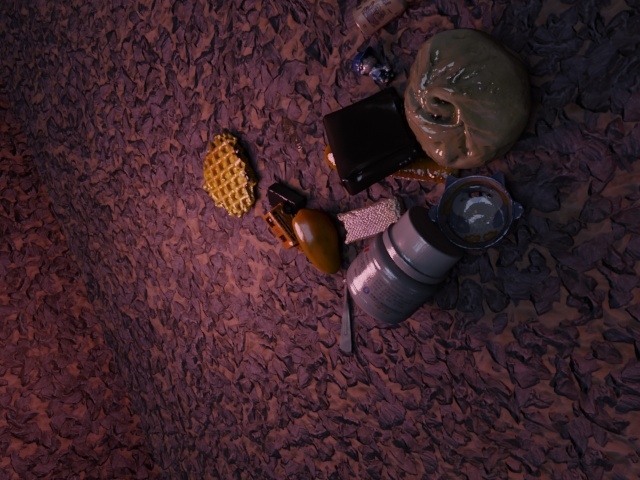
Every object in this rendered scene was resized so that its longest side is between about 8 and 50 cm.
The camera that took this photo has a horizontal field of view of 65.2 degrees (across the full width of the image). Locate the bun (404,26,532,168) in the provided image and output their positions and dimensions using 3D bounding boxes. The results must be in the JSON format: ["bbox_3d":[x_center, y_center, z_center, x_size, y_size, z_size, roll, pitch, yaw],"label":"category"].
[{"bbox_3d":[0.366,-0.348,1.285,0.326,0.234,0.362,15,126,28],"label":"bun"}]

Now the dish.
[{"bbox_3d":[0.440,-0.086,1.390,0.236,0.086,0.228,25,99,28],"label":"dish"}]

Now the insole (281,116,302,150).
[{"bbox_3d":[-0.102,-0.381,1.781,0.045,0.002,0.135,-34,81,38],"label":"insole"}]

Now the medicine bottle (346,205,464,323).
[{"bbox_3d":[0.248,0.072,1.479,0.245,0.245,0.306,49,124,17],"label":"medicine bottle"}]

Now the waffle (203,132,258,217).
[{"bbox_3d":[-0.358,-0.252,1.970,0.312,0.060,0.307,39,124,23],"label":"waffle"}]

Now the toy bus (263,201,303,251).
[{"bbox_3d":[-0.114,-0.035,1.791,0.194,0.088,0.083,52,146,-5],"label":"toy bus"}]

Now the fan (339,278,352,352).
[{"bbox_3d":[0.089,0.268,1.789,0.057,0.023,0.282,11,108,44],"label":"fan"}]

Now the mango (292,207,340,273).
[{"bbox_3d":[0.000,0.000,1.725,0.253,0.138,0.113,62,169,-7],"label":"mango"}]

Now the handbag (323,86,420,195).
[{"bbox_3d":[0.151,-0.301,1.496,0.257,0.113,0.285,-24,59,20],"label":"handbag"}]

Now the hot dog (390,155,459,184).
[{"bbox_3d":[0.274,-0.219,1.502,0.289,0.068,0.083,14,103,35],"label":"hot dog"}]

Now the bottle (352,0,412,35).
[{"bbox_3d":[0.192,-0.688,1.420,0.209,0.097,0.110,-25,124,38],"label":"bottle"}]

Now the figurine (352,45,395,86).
[{"bbox_3d":[0.161,-0.520,1.519,0.136,0.077,0.079,44,160,2],"label":"figurine"}]

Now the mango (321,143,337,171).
[{"bbox_3d":[0.084,-0.266,1.637,0.187,0.066,0.101,31,119,18],"label":"mango"}]

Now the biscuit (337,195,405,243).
[{"bbox_3d":[0.168,-0.066,1.623,0.239,0.062,0.108,-16,90,37],"label":"biscuit"}]

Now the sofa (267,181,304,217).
[{"bbox_3d":[-0.123,-0.146,1.828,0.147,0.060,0.085,30,142,28],"label":"sofa"}]
